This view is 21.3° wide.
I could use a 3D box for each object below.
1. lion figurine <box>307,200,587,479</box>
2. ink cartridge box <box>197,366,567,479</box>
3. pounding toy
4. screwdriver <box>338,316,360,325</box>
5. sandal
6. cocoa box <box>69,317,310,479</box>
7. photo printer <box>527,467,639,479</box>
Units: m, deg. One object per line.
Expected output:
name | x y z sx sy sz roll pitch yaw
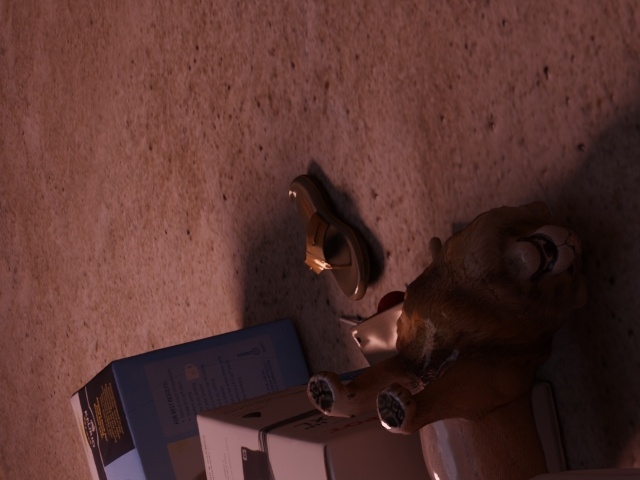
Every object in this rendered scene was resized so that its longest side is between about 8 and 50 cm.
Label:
lion figurine | 0.133 0.176 1.309 0.142 0.240 0.392 -1 101 47
ink cartridge box | 0.049 0.201 1.532 0.307 0.223 0.129 -1 100 66
pounding toy | 0.105 0.053 1.464 0.100 0.141 0.130 59 149 1
screwdriver | 0.047 0.090 1.733 0.170 0.025 0.024 9 109 65
sandal | 0.000 0.000 1.760 0.180 0.049 0.072 56 149 40
cocoa box | -0.117 0.295 1.949 0.228 0.231 0.347 -39 66 64
photo printer | 0.267 0.299 1.097 0.256 0.107 0.308 -8 108 40
